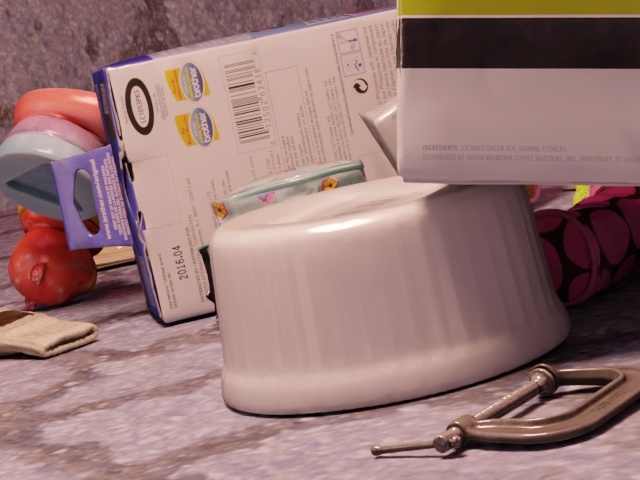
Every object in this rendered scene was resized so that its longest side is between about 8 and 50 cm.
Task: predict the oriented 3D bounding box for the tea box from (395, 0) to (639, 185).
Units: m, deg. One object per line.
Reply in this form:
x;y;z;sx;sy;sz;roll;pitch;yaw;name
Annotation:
0.185;-0.216;1.370;0.220;0.324;0.329;2;7;10;tea box

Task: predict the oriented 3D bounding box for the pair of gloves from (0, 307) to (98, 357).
-0.370;0.111;1.817;0.240;0.042;0.204;-18;10;-34;pair of gloves

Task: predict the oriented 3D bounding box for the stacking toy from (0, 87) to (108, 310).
-0.235;-0.019;2.040;0.279;0.130;0.309;13;-32;6;stacking toy

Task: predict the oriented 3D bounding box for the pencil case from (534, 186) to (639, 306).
0.238;-0.008;1.564;0.098;0.095;0.209;27;25;24;pencil case

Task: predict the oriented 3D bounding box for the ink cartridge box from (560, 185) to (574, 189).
0.399;-0.161;2.134;0.171;0.168;0.232;-18;9;-31;ink cartridge box

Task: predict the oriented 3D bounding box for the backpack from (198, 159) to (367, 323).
0.000;0.000;1.685;0.188;0.144;0.166;-3;6;34;backpack

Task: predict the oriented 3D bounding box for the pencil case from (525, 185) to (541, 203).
0.080;-0.091;2.165;0.386;0.167;0.160;-7;-12;28;pencil case

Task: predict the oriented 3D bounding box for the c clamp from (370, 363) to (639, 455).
0.132;0.104;1.150;0.137;0.022;0.160;-5;11;44;c clamp

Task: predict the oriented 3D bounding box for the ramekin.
0.046;0.031;1.398;0.277;0.135;0.277;-12;8;2;ramekin

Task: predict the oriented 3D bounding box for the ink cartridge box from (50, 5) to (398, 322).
-0.074;-0.078;1.879;0.395;0.270;0.151;-13;6;-12;ink cartridge box

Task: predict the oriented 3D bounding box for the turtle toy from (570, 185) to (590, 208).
0.301;-0.034;1.735;0.130;0.066;0.095;-10;30;-7;turtle toy

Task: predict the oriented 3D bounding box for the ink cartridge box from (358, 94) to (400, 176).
0.111;-0.053;1.701;0.066;0.189;0.232;-32;7;6;ink cartridge box

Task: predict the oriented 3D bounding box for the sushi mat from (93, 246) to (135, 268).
-0.159;-0.003;2.415;0.316;0.019;0.151;-11;8;7;sushi mat
